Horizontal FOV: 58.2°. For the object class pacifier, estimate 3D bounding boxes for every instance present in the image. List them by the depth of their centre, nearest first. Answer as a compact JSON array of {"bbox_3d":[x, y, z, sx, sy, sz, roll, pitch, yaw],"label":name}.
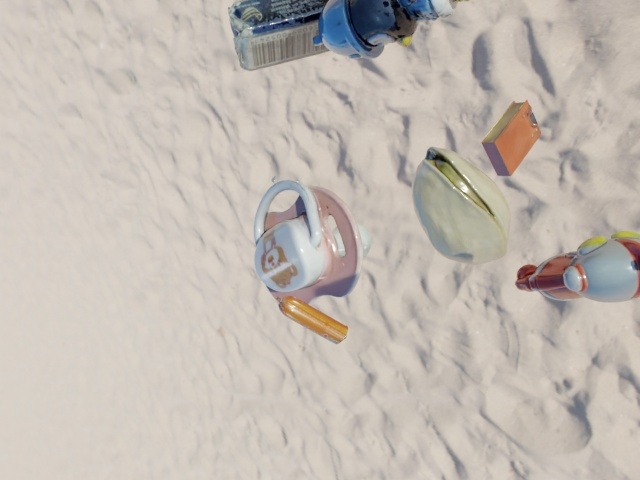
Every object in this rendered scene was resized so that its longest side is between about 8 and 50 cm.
[{"bbox_3d":[-0.016,0.020,1.215,0.273,0.220,0.332,28,145,-26],"label":"pacifier"}]

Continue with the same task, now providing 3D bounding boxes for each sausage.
[{"bbox_3d":[-0.015,0.104,0.775,0.107,0.031,0.031,30,138,-13],"label":"sausage"}]

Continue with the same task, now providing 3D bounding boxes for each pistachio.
[{"bbox_3d":[0.331,-0.080,1.370,0.331,0.208,0.226,54,171,-18],"label":"pistachio"}]

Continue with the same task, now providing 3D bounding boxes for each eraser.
[{"bbox_3d":[-0.034,-0.478,1.256,0.155,0.332,0.101,96,156,-75],"label":"eraser"}]

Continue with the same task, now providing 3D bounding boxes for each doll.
[{"bbox_3d":[0.442,0.047,0.934,0.336,0.200,0.105,127,133,-83],"label":"doll"},{"bbox_3d":[0.119,-0.424,1.082,0.314,0.177,0.141,-8,106,32],"label":"doll"}]

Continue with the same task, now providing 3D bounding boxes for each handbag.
[{"bbox_3d":[0.538,-0.288,1.609,0.063,0.190,0.127,12,146,53],"label":"handbag"}]
